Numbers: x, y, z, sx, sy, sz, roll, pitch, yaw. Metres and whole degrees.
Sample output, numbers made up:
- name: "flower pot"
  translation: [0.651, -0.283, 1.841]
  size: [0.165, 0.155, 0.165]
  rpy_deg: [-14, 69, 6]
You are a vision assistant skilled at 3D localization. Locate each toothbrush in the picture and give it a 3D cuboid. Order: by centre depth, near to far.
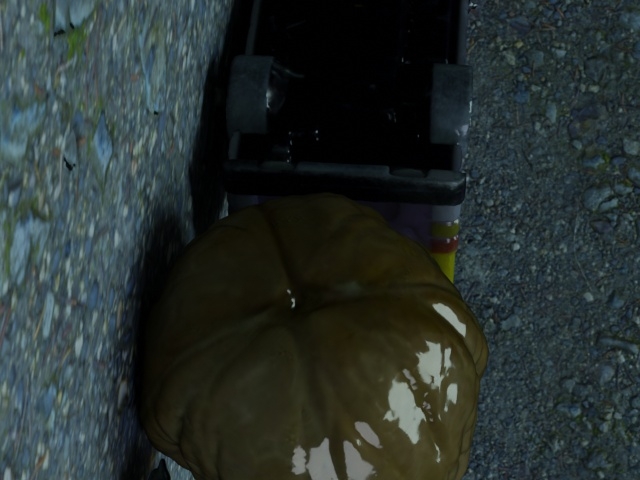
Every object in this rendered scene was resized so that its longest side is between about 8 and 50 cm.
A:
- name: "toothbrush"
  translation: [-0.078, -0.120, 1.586]
  size: [0.194, 0.014, 0.017]
  rpy_deg: [15, 81, -85]

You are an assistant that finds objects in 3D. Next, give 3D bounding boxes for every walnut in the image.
- name: "walnut"
  translation: [-0.003, 0.107, 1.363]
  size: [0.252, 0.277, 0.313]
  rpy_deg: [-44, 156, -15]

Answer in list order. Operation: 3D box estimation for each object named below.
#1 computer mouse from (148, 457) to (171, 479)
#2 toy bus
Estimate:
- name: "computer mouse"
  translation: [-0.125, 0.281, 1.341]
  size: [0.126, 0.071, 0.231]
  rpy_deg: [-114, -160, -75]
- name: "toy bus"
  translation: [0.040, -0.155, 1.630]
  size: [0.249, 0.209, 0.440]
  rpy_deg: [88, 6, -50]
